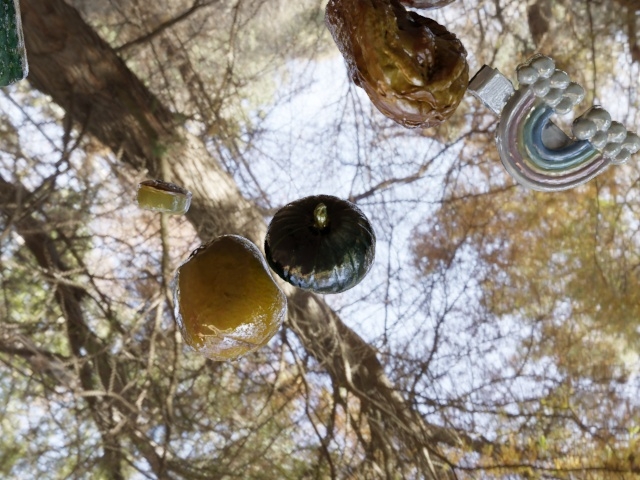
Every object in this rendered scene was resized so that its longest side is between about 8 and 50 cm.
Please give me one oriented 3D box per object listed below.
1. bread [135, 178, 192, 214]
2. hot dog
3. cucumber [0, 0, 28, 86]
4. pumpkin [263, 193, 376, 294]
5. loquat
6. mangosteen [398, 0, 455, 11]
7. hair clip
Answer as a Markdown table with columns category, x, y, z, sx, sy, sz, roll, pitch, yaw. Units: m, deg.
| category | x | y | z | sx | sy | sz | roll | pitch | yaw |
| --- | --- | --- | --- | --- | --- | --- | --- | --- | --- |
| bread | -0.421 | -0.118 | 1.713 | 0.125 | 0.156 | 0.086 | 21 | -81 | 53 |
| hot dog | 0.080 | -0.214 | 0.705 | 0.099 | 0.160 | 0.227 | -57 | -143 | 25 |
| cucumber | -0.347 | -0.285 | 0.637 | 0.063 | 0.244 | 0.115 | -8 | -154 | -19 |
| pumpkin | 0.000 | 0.000 | 1.381 | 0.249 | 0.216 | 0.250 | -2 | -131 | 2 |
| loquat | -0.218 | 0.135 | 1.453 | 0.275 | 0.276 | 0.284 | -27 | -98 | 2 |
| mangosteen | 0.121 | -0.414 | 0.872 | 0.192 | 0.192 | 0.217 | -48 | -148 | -19 |
| hair clip | 0.286 | -0.144 | 0.810 | 0.140 | 0.220 | 0.054 | -49 | -173 | 14 |
